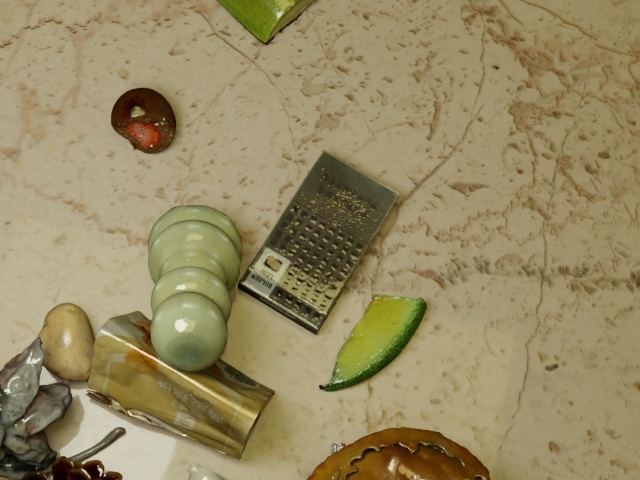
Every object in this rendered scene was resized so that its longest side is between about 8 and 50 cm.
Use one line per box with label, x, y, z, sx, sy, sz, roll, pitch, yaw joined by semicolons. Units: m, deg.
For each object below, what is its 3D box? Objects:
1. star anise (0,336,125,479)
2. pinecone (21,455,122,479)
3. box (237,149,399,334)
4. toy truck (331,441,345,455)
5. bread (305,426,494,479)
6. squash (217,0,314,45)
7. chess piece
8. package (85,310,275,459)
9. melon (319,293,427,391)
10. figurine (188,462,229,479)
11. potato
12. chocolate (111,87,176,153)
star anise;-0.525;0.299;1.778;0.359;0.315;0.139;-22;37;-20
pinecone;-0.438;0.488;1.729;0.246;0.292;0.246;1;93;24
box;-0.001;0.000;2.048;0.180;0.047;0.325;31;73;3
toy truck;0.035;0.414;1.939;0.032;0.024;0.083;-8;71;15
bread;0.136;0.506;1.817;0.358;0.204;0.336;-20;66;-10
squash;-0.141;-0.552;2.175;0.169;0.093;0.252;-43;82;-14
chess piece;-0.223;0.094;1.839;0.182;0.182;0.330;2;32;-6
package;-0.259;0.275;1.879;0.311;0.221;0.165;28;93;3
melon;0.094;0.191;2.002;0.114;0.053;0.262;40;73;14
figurine;-0.216;0.478;1.862;0.098;0.081;0.146;25;72;1
potato;-0.461;0.186;1.914;0.112;0.112;0.147;-8;67;-9
chocolate;-0.343;-0.237;2.038;0.124;0.133;0.127;-25;80;-16
